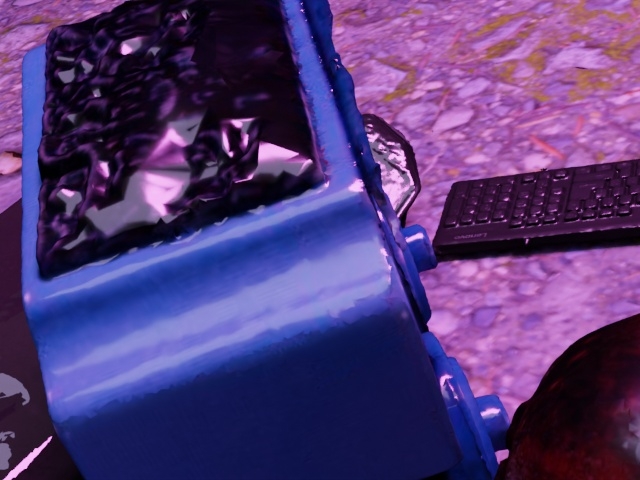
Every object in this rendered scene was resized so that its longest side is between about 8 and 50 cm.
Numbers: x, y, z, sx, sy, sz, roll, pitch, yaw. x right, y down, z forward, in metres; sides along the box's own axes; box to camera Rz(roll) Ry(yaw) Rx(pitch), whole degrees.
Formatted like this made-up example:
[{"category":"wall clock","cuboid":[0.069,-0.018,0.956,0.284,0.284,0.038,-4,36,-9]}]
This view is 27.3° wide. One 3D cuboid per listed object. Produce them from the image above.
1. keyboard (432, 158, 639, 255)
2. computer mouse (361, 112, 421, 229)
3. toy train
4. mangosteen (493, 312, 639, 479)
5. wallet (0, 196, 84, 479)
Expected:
[{"category":"keyboard","cuboid":[0.194,-0.027,0.823,0.250,0.017,0.087,-5,33,22]},{"category":"computer mouse","cuboid":[0.000,0.000,0.845,0.105,0.062,0.192,19,64,17]},{"category":"toy train","cuboid":[-0.031,0.025,0.627,0.188,0.265,0.300,-19,39,2]},{"category":"mangosteen","cuboid":[0.156,0.111,0.504,0.184,0.172,0.172,34,57,24]},{"category":"wallet","cuboid":[-0.221,0.103,0.786,0.197,0.051,0.377,28,52,24]}]
